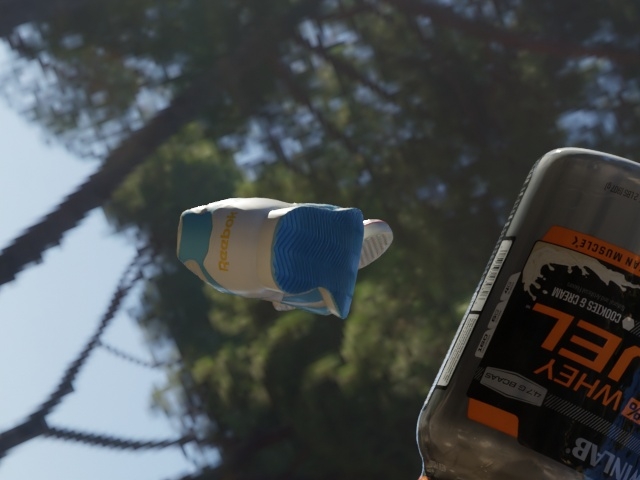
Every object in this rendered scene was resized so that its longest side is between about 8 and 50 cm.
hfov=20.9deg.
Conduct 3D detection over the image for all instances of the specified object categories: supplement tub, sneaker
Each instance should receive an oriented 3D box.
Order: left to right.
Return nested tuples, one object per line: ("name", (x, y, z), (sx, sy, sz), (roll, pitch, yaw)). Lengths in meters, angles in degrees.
("sneaker", (-0.029, 0.007, 1.309), (0.228, 0.092, 0.087), (26, 73, -69))
("sneaker", (0.000, 0.000, 1.461), (0.134, 0.051, 0.070), (-35, -119, 36))
("supplement tub", (0.200, 0.103, 1.378), (0.193, 0.316, 0.193), (24, -9, 4))
